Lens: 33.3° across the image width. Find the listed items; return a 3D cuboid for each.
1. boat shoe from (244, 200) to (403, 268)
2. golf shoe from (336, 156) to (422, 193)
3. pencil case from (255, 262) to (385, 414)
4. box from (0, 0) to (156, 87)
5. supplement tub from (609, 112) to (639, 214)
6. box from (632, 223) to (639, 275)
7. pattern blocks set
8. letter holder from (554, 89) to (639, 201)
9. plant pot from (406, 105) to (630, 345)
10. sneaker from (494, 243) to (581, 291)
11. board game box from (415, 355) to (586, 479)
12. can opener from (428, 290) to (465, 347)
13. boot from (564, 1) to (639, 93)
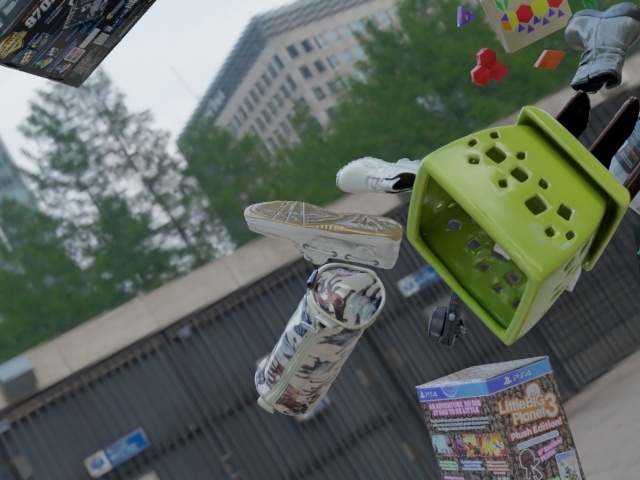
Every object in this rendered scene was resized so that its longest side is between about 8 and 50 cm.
[{"bbox_3d":[0.000,0.000,1.847,0.098,0.277,0.096,-62,-20,-61],"label":"boat shoe"},{"bbox_3d":[0.115,-0.116,2.004,0.176,0.069,0.086,-7,20,4],"label":"golf shoe"},{"bbox_3d":[-0.014,0.218,2.260,0.183,0.160,0.410,-29,-21,-38],"label":"pencil case"},{"bbox_3d":[-0.255,-0.269,1.148,0.220,0.051,0.175,-44,-17,16],"label":"box"},{"bbox_3d":[0.691,-0.200,2.007,0.193,0.193,0.316,-21,-24,-54],"label":"supplement tub"},{"bbox_3d":[0.491,0.013,1.533,0.062,0.083,0.052,-7,-2,-31],"label":"box"},{"bbox_3d":[0.447,-0.501,2.320,0.324,0.286,0.026,-19,16,-11],"label":"pattern blocks set"},{"bbox_3d":[0.461,-0.159,1.687,0.214,0.152,0.302,-52,-15,7],"label":"letter holder"},{"bbox_3d":[0.271,-0.031,1.443,0.207,0.228,0.227,-34,-21,-17],"label":"plant pot"},{"bbox_3d":[0.383,0.040,1.913,0.212,0.094,0.080,13,-5,-25],"label":"sneaker"},{"bbox_3d":[0.321,0.369,1.881,0.141,0.291,0.232,-15,-3,-28],"label":"board game box"},{"bbox_3d":[0.265,0.121,2.100,0.059,0.073,0.186,-56,-18,-76],"label":"can opener"},{"bbox_3d":[0.506,-0.350,2.012,0.161,0.083,0.246,-62,15,-7],"label":"boot"}]
